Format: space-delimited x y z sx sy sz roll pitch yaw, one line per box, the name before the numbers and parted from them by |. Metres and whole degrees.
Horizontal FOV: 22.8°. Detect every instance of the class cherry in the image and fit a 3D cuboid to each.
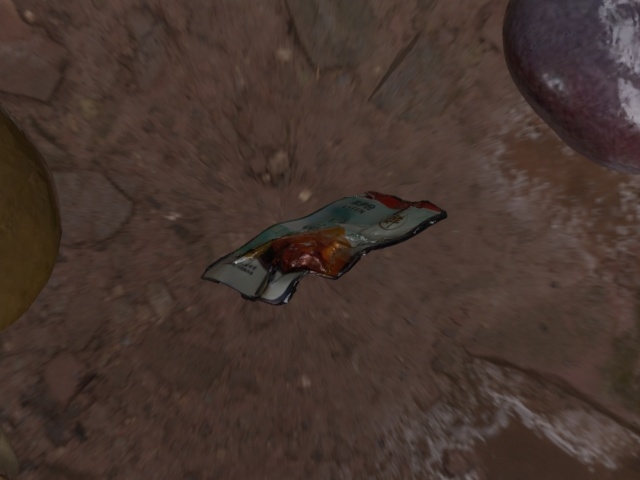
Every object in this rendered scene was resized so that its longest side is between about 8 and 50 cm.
cherry | 0.272 -0.171 1.471 0.183 0.213 0.266 -38 52 36

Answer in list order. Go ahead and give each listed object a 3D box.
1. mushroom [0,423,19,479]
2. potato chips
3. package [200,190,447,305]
mushroom | -0.241 0.184 0.920 0.204 0.204 0.204 0 91 -1
potato chips | -0.238 -0.030 0.923 0.195 0.062 0.208 50 45 7
package | 0.000 0.000 1.639 0.232 0.166 0.040 -27 114 -25
